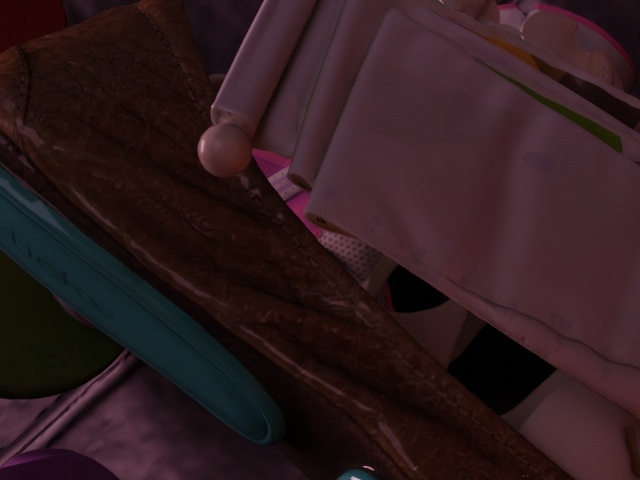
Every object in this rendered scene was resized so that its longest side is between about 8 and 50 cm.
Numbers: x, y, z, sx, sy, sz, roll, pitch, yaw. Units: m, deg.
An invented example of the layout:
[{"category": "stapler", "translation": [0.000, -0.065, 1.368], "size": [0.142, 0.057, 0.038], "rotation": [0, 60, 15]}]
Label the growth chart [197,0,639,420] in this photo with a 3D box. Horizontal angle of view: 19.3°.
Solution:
[{"category": "growth chart", "translation": [0.074, -0.014, 0.605], "size": [0.021, 0.237, 0.172], "rotation": [-55, 1, 42]}]

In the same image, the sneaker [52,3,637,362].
[{"category": "sneaker", "translation": [0.000, 0.000, 0.716], "size": [0.252, 0.103, 0.111], "rotation": [-17, 58, 27]}]

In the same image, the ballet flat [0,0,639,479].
[{"category": "ballet flat", "translation": [0.027, 0.046, 0.613], "size": [0.124, 0.116, 0.342], "rotation": [-42, 81, -17]}]

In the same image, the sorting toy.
[{"category": "sorting toy", "translation": [-0.166, 0.021, 0.840], "size": [0.126, 0.127, 0.365], "rotation": [-51, 46, 42]}]
